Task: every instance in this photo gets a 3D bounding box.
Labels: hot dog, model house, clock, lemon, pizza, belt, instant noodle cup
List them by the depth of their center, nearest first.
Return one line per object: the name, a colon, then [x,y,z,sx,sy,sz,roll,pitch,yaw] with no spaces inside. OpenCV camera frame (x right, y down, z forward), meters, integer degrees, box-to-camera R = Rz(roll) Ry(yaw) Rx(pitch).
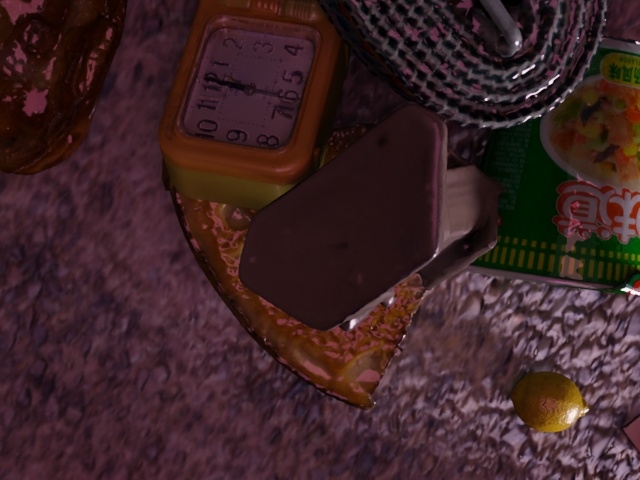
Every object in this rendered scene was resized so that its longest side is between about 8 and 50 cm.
belt: [0.106,-0.231,1.096,0.207,0.160,0.295,-36,110,-4]
model house: [0.062,-0.010,1.161,0.229,0.188,0.122,-39,71,23]
clock: [-0.056,-0.135,1.198,0.143,0.096,0.202,10,65,6]
hot dog: [-0.270,-0.184,1.205,0.175,0.114,0.259,12,99,-9]
instant noodle cup: [0.242,-0.074,1.264,0.207,0.207,0.232,8,92,-9]
pizza: [0.000,0.000,1.291,0.223,0.089,0.323,-37,103,3]
lemon: [0.236,0.166,1.368,0.083,0.062,0.062,8,100,-2]

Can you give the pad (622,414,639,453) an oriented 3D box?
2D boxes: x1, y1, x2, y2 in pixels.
pad: [0.497,0.184,1.436,0.300,0.005,0.202,-38,103,1]
